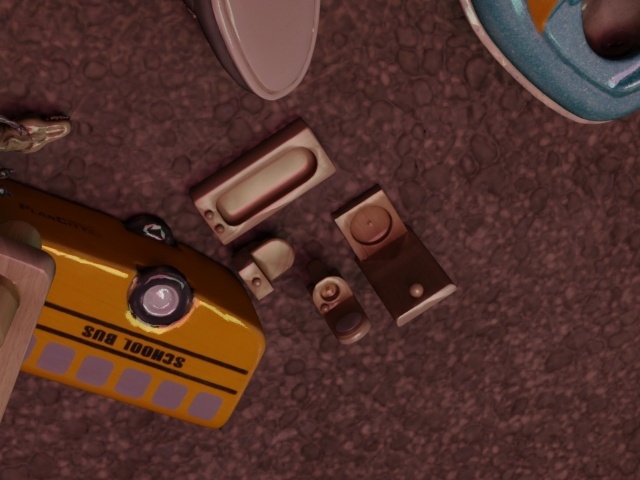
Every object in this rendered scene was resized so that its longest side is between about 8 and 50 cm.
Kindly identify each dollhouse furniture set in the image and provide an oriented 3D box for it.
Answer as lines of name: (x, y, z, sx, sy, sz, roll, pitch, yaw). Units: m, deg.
dollhouse furniture set: (0.000, 0.000, 1.288, 0.144, 0.123, 0.151, -33, 119, 1)

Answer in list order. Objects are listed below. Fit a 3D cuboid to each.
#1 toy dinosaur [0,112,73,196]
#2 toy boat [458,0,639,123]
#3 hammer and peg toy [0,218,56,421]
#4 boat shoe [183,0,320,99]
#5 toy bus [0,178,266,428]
toy dinosaur: (-0.287, -0.081, 1.138, 0.268, 0.118, 0.064, 14, 107, -42)
toy boat: (0.256, -0.253, 1.232, 0.318, 0.148, 0.267, -44, 118, 7)
hammer and peg toy: (-0.367, 0.109, 1.142, 0.266, 0.127, 0.361, 21, 122, -9)
boat shoe: (-0.084, -0.266, 1.172, 0.112, 0.095, 0.335, -36, 127, -29)
toy bus: (-0.210, 0.036, 1.255, 0.333, 0.108, 0.130, 20, 110, -23)
